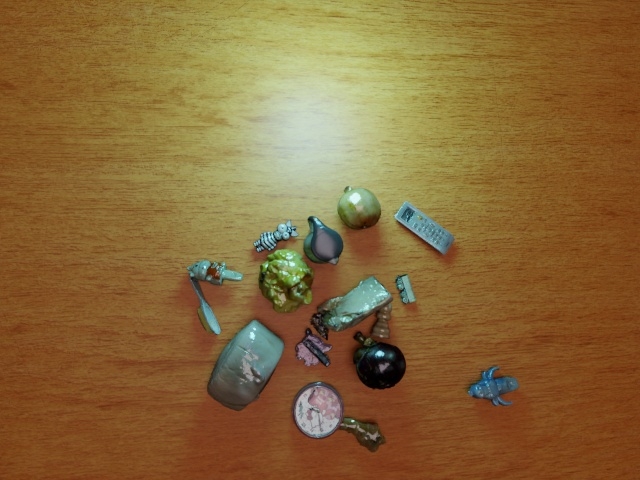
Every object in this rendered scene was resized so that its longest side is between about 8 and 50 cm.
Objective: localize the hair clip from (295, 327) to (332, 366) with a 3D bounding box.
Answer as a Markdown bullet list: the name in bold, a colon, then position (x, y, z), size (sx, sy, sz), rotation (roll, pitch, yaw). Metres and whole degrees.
- **hair clip**: position (-0.030, 0.522, 1.888), size (0.187, 0.056, 0.146), rotation (38, 84, 4)

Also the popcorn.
- **popcorn**: position (-0.149, 0.183, 1.806), size (0.251, 0.215, 0.287), rotation (-6, 93, 15)

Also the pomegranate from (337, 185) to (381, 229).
- **pomegranate**: position (0.181, -0.148, 1.865), size (0.206, 0.207, 0.208), rotation (0, 87, -8)

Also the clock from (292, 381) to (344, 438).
- **clock**: position (-0.010, 0.786, 1.858), size (0.243, 0.056, 0.245), rotation (1, 76, -2)

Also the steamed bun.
- **steamed bun**: position (-0.329, 0.557, 1.747), size (0.247, 0.236, 0.384), rotation (36, 83, -3)

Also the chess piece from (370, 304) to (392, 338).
- **chess piece**: position (0.301, 0.376, 1.914), size (0.094, 0.094, 0.171), rotation (15, 82, -7)

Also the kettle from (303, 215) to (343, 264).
- **kettle**: position (0.000, 0.000, 1.808), size (0.165, 0.255, 0.241), rotation (-25, 90, -6)

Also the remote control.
- **remote control**: position (0.512, -0.058, 1.983), size (0.312, 0.055, 0.109), rotation (37, 77, 0)

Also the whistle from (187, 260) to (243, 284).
- **whistle**: position (-0.477, 0.147, 1.810), size (0.252, 0.106, 0.102), rotation (12, 64, -1)

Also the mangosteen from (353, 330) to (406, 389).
- **mangosteen**: position (0.258, 0.539, 1.852), size (0.231, 0.231, 0.289), rotation (-23, 65, -8)

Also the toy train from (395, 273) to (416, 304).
- **toy train**: position (0.413, 0.237, 1.961), size (0.070, 0.038, 0.148), rotation (-18, 89, -11)

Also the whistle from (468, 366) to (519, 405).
- **whistle**: position (0.848, 0.724, 1.970), size (0.268, 0.093, 0.180), rotation (-10, 66, -9)

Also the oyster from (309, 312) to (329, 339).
- **oyster**: position (0.007, 0.403, 1.903), size (0.132, 0.029, 0.086), rotation (42, 83, -2)

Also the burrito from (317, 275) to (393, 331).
- **burrito**: position (0.160, 0.311, 1.862), size (0.331, 0.190, 0.135), rotation (-30, 133, -4)

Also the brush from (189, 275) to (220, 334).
- **brush**: position (-0.543, 0.299, 1.825), size (0.060, 0.068, 0.297), rotation (-25, 87, 14)

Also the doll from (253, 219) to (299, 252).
- **doll**: position (-0.207, -0.017, 1.875), size (0.219, 0.067, 0.091), rotation (-29, 87, -10)

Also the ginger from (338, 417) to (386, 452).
- **ginger**: position (0.161, 0.897, 1.881), size (0.294, 0.086, 0.131), rotation (15, 97, 1)
